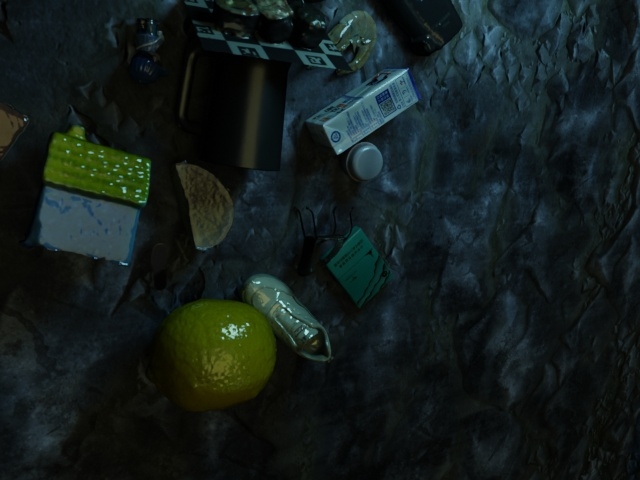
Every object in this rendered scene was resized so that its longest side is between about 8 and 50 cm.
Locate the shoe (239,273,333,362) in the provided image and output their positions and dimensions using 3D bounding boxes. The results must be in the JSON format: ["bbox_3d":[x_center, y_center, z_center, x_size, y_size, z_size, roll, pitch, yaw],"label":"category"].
[{"bbox_3d":[-0.084,0.234,1.648,0.132,0.210,0.342,-47,120,-6],"label":"shoe"}]

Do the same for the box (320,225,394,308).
[{"bbox_3d":[0.120,0.088,1.802,0.161,0.042,0.226,-42,119,-8],"label":"box"}]

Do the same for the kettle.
[{"bbox_3d":[-0.212,-0.347,1.445,0.203,0.262,0.308,-11,111,-61],"label":"kettle"}]

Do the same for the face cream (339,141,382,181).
[{"bbox_3d":[0.119,-0.235,1.666,0.117,0.104,0.117,-9,110,-24],"label":"face cream"}]

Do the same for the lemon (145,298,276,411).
[{"bbox_3d":[-0.284,0.305,1.514,0.335,0.336,0.337,-8,109,-24],"label":"lemon"}]

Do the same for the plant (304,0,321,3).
[{"bbox_3d":[-0.012,-0.768,1.396,0.194,0.181,0.321,-23,119,-19],"label":"plant"}]

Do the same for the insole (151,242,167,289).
[{"bbox_3d":[-0.440,0.072,1.539,0.044,0.002,0.135,-6,108,-24],"label":"insole"}]

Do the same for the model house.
[{"bbox_3d":[-0.544,-0.105,1.318,0.237,0.215,0.304,14,95,-29],"label":"model house"}]

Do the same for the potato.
[{"bbox_3d":[-0.309,-0.103,1.497,0.138,0.098,0.244,-17,107,-25],"label":"potato"}]

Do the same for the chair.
[{"bbox_3d":[0.000,0.000,1.647,0.148,0.174,0.214,4,93,-23],"label":"chair"}]

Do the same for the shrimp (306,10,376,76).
[{"bbox_3d":[0.064,-0.530,1.578,0.254,0.059,0.145,-51,130,-10],"label":"shrimp"}]

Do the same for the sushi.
[{"bbox_3d":[-0.116,-0.540,1.338,0.372,0.296,0.100,0,133,-25],"label":"sushi"}]

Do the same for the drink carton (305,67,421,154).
[{"bbox_3d":[0.119,-0.374,1.609,0.314,0.130,0.107,-35,116,-12],"label":"drink carton"}]

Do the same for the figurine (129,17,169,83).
[{"bbox_3d":[-0.412,-0.453,1.351,0.086,0.087,0.149,7,105,10],"label":"figurine"}]

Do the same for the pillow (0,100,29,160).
[{"bbox_3d":[-0.780,-0.282,1.235,0.232,0.043,0.126,31,90,-31],"label":"pillow"}]

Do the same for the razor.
[{"bbox_3d":[0.270,-0.693,1.597,0.189,0.107,0.327,-46,121,-8],"label":"razor"}]
